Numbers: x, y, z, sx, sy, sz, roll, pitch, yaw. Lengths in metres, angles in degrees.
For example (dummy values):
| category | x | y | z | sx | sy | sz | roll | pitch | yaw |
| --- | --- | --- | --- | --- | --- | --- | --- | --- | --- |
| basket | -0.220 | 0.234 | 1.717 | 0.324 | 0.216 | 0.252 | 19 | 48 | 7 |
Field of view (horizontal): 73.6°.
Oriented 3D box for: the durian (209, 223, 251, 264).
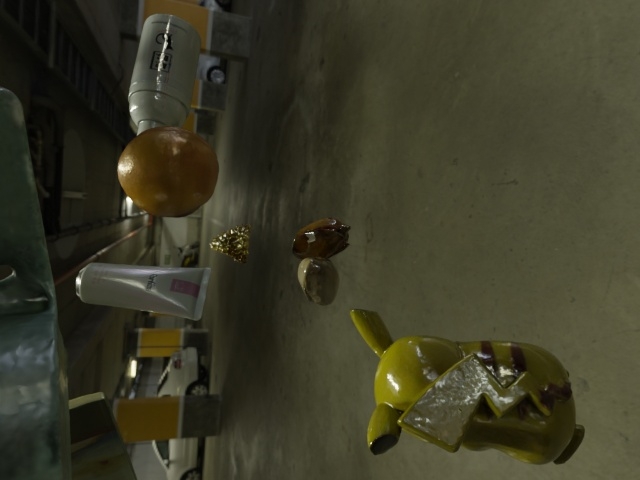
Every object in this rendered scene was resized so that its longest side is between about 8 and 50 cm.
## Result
| category | x | y | z | sx | sy | sz | roll | pitch | yaw |
| --- | --- | --- | --- | --- | --- | --- | --- | --- | --- |
| durian | -0.280 | 0.018 | 1.436 | 0.132 | 0.165 | 0.182 | 59 | -161 | -6 |

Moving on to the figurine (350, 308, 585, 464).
| category | x | y | z | sx | sy | sz | roll | pitch | yaw |
| --- | --- | --- | --- | --- | --- | --- | --- | --- | --- |
| figurine | 0.200 | 0.224 | 0.619 | 0.218 | 0.327 | 0.169 | -80 | -11 | -48 |

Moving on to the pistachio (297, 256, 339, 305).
| category | x | y | z | sx | sy | sz | roll | pitch | yaw |
| --- | --- | --- | --- | --- | --- | --- | --- | --- | --- |
| pistachio | -0.006 | 0.118 | 1.248 | 0.124 | 0.125 | 0.184 | -113 | 10 | -55 |

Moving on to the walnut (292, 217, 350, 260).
| category | x | y | z | sx | sy | sz | roll | pitch | yaw |
| --- | --- | --- | --- | --- | --- | --- | --- | --- | --- |
| walnut | 0.000 | 0.000 | 1.363 | 0.245 | 0.137 | 0.137 | -31 | 53 | 42 |

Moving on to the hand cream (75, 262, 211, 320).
| category | x | y | z | sx | sy | sz | roll | pitch | yaw |
| --- | --- | --- | --- | --- | --- | --- | --- | --- | --- |
| hand cream | -0.521 | 0.141 | 1.273 | 0.118 | 0.359 | 0.185 | 102 | 171 | -49 |

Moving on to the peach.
| category | x | y | z | sx | sy | sz | roll | pitch | yaw |
| --- | --- | --- | --- | --- | --- | --- | --- | --- | --- |
| peach | -0.213 | -0.096 | 0.601 | 0.138 | 0.138 | 0.138 | -176 | 90 | -72 |

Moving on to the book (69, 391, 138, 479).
| category | x | y | z | sx | sy | sz | roll | pitch | yaw |
| --- | --- | --- | --- | --- | --- | --- | --- | --- | --- |
| book | -0.471 | 0.414 | 0.799 | 0.026 | 0.201 | 0.289 | -131 | 33 | -54 |

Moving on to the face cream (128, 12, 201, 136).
| category | x | y | z | sx | sy | sz | roll | pitch | yaw |
| --- | --- | --- | --- | --- | --- | --- | --- | --- | --- |
| face cream | -0.386 | -0.351 | 1.042 | 0.145 | 0.146 | 0.369 | 141 | 134 | -66 |

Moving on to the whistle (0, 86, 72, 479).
| category | x | y | z | sx | sy | sz | roll | pitch | yaw |
| --- | --- | --- | --- | --- | --- | --- | --- | --- | --- |
| whistle | -0.289 | 0.082 | 0.324 | 0.188 | 0.168 | 0.404 | -24 | 72 | 58 |
